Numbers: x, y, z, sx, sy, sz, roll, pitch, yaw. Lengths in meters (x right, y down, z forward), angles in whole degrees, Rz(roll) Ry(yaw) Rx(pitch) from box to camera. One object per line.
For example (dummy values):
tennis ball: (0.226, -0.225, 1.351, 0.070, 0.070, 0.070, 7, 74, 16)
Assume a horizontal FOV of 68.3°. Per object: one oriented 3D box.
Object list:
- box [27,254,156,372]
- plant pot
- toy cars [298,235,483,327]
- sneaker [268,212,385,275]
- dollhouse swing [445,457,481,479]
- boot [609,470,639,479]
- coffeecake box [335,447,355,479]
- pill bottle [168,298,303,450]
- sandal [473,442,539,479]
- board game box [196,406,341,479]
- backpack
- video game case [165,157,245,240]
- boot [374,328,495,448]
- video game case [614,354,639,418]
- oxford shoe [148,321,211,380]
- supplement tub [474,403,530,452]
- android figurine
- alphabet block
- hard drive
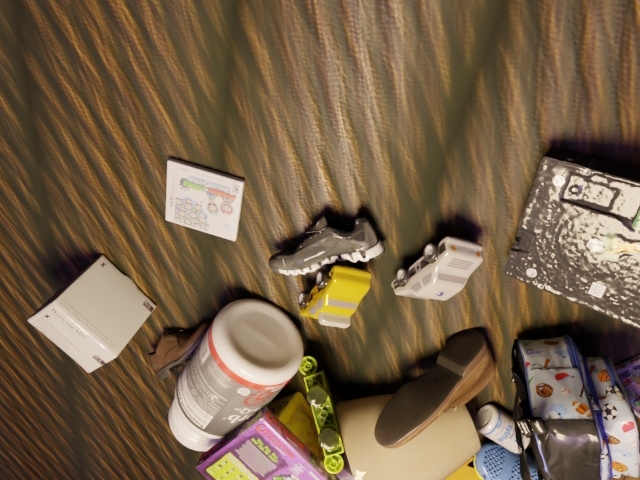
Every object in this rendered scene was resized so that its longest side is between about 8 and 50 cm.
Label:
box: (-0.514, 0.165, 1.081, 0.119, 0.182, 0.181, -30, 110, 28)
plant pot: (0.206, 0.452, 1.066, 0.274, 0.256, 0.256, -19, 117, 2)
toy cars: (0.121, 0.102, 0.904, 0.394, 0.087, 0.176, -16, 145, 19)
sneaker: (0.000, 0.000, 0.918, 0.234, 0.078, 0.106, -12, 115, 16)
dollhouse swing: (0.309, 0.763, 1.207, 0.315, 0.347, 0.305, -25, 161, -12)
boot: (0.664, 0.500, 1.062, 0.236, 0.089, 0.269, -27, 111, 26)
coffeecake box: (0.036, 0.642, 1.315, 0.142, 0.068, 0.185, -31, 110, 28)
pill bottle: (-0.208, 0.320, 1.085, 0.210, 0.210, 0.363, 31, 123, -7)
sandal: (0.510, 0.550, 1.068, 0.317, 0.126, 0.138, 20, 144, 14)
board game box: (-0.078, 0.547, 1.036, 0.208, 0.056, 0.347, -39, 99, 18)
backpack: (0.462, 0.311, 0.888, 0.213, 0.263, 0.276, -13, 125, 13)
video game case: (-0.236, -0.080, 0.957, 0.157, 0.019, 0.143, 17, 124, 3)
boot: (0.246, 0.328, 0.972, 0.305, 0.112, 0.115, -40, 117, -9)
video game case: (0.709, 0.297, 0.961, 0.201, 0.023, 0.183, 39, 122, -13)
oxford shoe: (-0.349, 0.254, 1.160, 0.227, 0.083, 0.096, -37, 88, 20)
supplement tub: (0.418, 0.433, 1.089, 0.107, 0.071, 0.071, 32, 123, -7)
android figurine: (0.006, 0.381, 1.061, 0.056, 0.273, 0.248, -16, 78, -3)
alphabet block: (-0.111, 0.533, 1.188, 0.197, 0.192, 0.193, -31, 94, 29)
hard drive: (0.490, 0.014, 0.738, 0.339, 0.064, 0.237, 24, 128, 29)
